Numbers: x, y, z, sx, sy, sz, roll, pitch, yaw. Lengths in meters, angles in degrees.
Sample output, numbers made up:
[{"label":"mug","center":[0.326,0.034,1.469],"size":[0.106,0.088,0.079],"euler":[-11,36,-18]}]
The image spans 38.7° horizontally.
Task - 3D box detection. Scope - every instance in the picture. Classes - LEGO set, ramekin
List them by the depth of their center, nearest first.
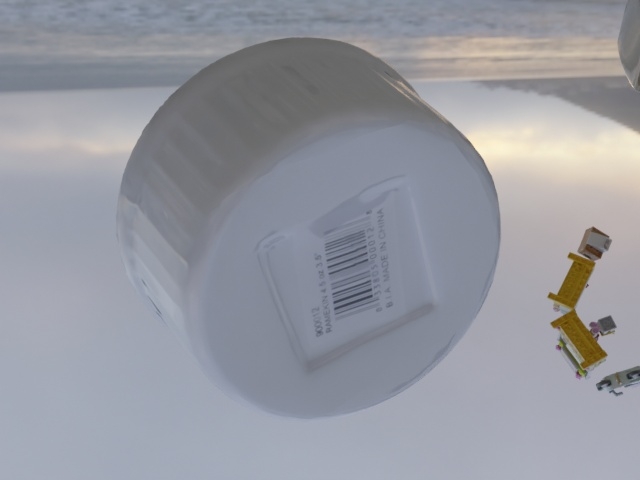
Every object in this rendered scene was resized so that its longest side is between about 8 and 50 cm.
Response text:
[{"label":"ramekin","center":[0.000,0.000,0.682],"size":[0.277,0.277,0.135],"euler":[-6,-152,-24]},{"label":"LEGO set","center":[0.442,0.126,1.522],"size":[0.132,0.286,0.107],"euler":[-9,152,6]}]

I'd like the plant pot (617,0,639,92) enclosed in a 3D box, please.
[{"label":"plant pot","center":[0.350,-0.198,0.884],"size":[0.109,0.109,0.096],"euler":[10,-129,13]}]
